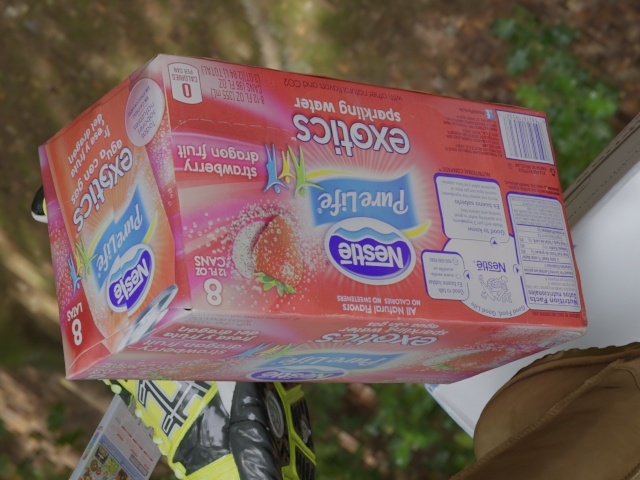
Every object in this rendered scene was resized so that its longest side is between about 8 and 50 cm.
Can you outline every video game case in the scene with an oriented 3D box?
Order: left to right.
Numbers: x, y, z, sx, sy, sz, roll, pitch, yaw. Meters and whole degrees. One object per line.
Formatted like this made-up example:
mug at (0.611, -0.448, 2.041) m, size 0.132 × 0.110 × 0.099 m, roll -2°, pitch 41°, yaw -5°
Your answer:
video game case at (-0.186, 0.206, 1.512) m, size 0.011 × 0.122 × 0.087 m, roll 5°, pitch 145°, yaw 33°

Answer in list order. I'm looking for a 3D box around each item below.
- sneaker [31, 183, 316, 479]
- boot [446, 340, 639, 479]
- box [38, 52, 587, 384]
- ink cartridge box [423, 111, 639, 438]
sneaker at (-0.111, 0.098, 1.342) m, size 0.145 × 0.147 × 0.384 m, roll 3°, pitch -112°, yaw -78°
boot at (0.098, 0.144, 0.935) m, size 0.089 × 0.269 × 0.236 m, roll 58°, pitch 139°, yaw 3°
box at (0.000, 0.000, 1.001) m, size 0.300 × 0.154 × 0.142 m, roll 4°, pitch 159°, yaw -38°
ink cartridge box at (0.251, 0.035, 1.354) m, size 0.166 × 0.285 × 0.395 m, roll 44°, pitch -169°, yaw 2°
